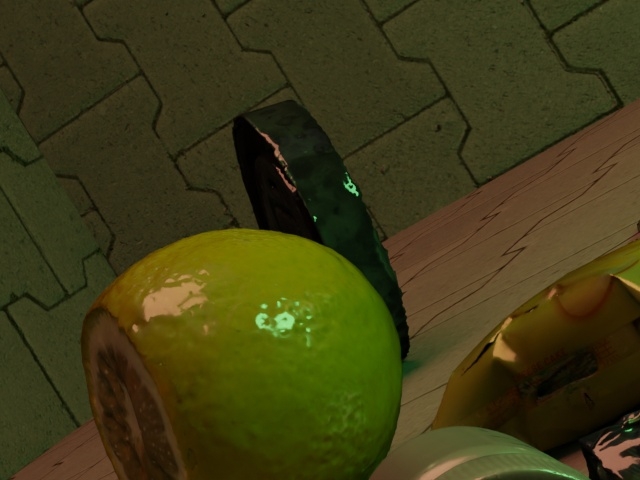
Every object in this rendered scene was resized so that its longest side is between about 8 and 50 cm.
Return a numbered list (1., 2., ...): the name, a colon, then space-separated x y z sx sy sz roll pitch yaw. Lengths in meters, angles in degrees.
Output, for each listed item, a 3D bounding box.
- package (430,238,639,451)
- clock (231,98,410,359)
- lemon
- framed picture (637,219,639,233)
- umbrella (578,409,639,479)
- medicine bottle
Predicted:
1. package: 0.171 0.061 1.160 0.226 0.090 0.168 -33 0 30
2. clock: -0.001 0.001 1.945 0.061 0.312 0.312 -24 1 -11
3. lemon: -0.045 0.103 1.380 0.219 0.240 0.240 -20 -2 -25
4. framed picture: 0.432 -0.094 1.874 0.213 0.016 0.289 -31 3 24
5. umbrella: 0.224 0.067 0.811 0.224 0.080 0.071 -28 -32 -2
6. medicine bottle: 0.071 0.136 0.789 0.105 0.105 0.168 -32 2 -4
